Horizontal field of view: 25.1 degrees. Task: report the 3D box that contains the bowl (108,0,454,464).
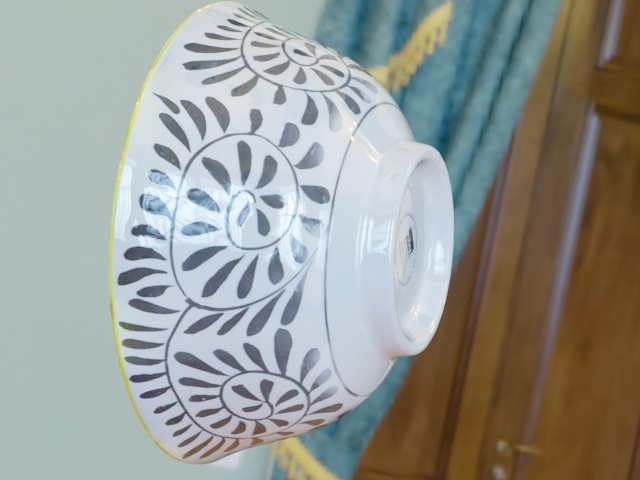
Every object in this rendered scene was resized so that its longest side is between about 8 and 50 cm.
[{"bbox_3d":[0.000,0.000,0.515,0.080,0.170,0.170,4,-2,21],"label":"bowl"}]
